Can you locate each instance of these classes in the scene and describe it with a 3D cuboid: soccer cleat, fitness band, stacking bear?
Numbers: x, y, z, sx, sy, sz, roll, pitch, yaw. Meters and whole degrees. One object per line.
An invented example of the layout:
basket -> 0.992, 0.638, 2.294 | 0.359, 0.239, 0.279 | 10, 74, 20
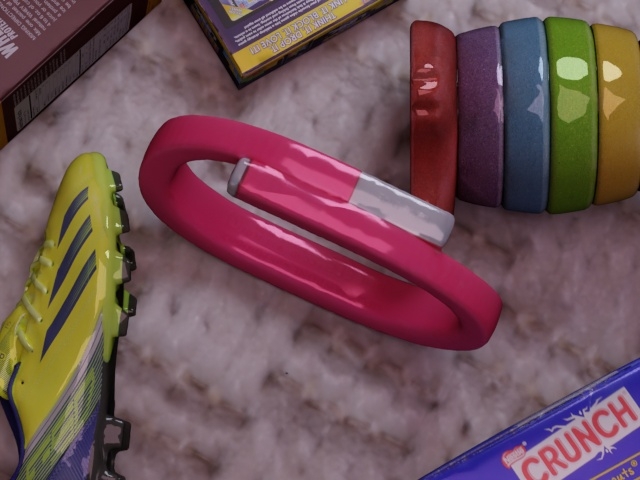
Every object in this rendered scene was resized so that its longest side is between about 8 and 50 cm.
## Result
soccer cleat -> -0.202, 0.071, 1.428 | 0.121, 0.093, 0.289 | 2, 78, 0
fitness band -> 0.000, 0.000, 1.405 | 0.291, 0.209, 0.054 | 26, 71, -2
stacking bear -> 0.213, -0.093, 1.454 | 0.289, 0.175, 0.164 | 0, 34, 3

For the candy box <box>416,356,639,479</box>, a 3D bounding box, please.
candy box -> 0.245, 0.266, 1.431 | 0.268, 0.122, 0.317 | -27, 85, -10

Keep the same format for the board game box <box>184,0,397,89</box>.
board game box -> -0.029, -0.224, 1.528 | 0.170, 0.048, 0.141 | -30, 86, -12

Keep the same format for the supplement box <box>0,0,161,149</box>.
supplement box -> -0.254, -0.206, 1.454 | 0.191, 0.129, 0.194 | 45, 77, 2
